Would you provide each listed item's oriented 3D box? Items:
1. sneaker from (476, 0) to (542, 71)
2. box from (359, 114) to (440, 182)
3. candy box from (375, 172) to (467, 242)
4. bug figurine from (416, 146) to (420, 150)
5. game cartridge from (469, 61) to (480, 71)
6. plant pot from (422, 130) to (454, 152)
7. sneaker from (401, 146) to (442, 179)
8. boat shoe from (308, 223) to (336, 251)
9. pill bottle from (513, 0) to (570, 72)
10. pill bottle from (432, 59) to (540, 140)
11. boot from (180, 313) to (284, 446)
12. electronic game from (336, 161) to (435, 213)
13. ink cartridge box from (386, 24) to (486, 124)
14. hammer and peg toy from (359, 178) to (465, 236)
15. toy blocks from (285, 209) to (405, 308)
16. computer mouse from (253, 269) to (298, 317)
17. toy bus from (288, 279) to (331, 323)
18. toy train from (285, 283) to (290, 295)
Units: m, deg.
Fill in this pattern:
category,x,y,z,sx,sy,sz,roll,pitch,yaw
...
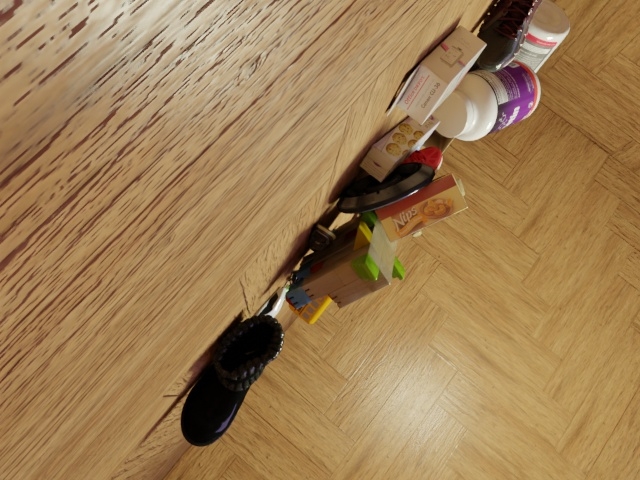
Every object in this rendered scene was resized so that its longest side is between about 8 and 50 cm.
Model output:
category,x,y,z,sx,sy,sz,roll,pitch,yaw
sneaker,0.422,-0.515,1.148,0.281,0.106,0.162,-62,167,9
box,0.193,-0.231,1.246,0.324,0.067,0.063,-42,170,-50
candy box,0.245,-0.086,1.283,0.182,0.088,0.316,-26,-178,14
bug figurine,0.202,-0.190,1.528,0.279,0.072,0.216,-49,174,-17
game cartridge,0.521,-0.608,1.467,0.198,0.062,0.297,-53,175,-16
plant pot,0.356,-0.344,1.627,0.109,0.109,0.096,-55,-177,39
sneaker,0.236,-0.207,1.362,0.221,0.087,0.128,-38,148,-23
boat shoe,0.000,0.000,1.253,0.049,0.056,0.152,-55,175,-10
pill bottle,0.641,-0.610,1.741,0.176,0.176,0.318,-47,173,-31
pill bottle,0.456,-0.388,1.488,0.323,0.181,0.181,-26,161,-33
boot,-0.217,0.330,1.250,0.348,0.131,0.260,-60,-177,-15
electronic game,0.144,-0.116,1.188,0.229,0.048,0.229,-21,-164,6
ink cartridge box,0.214,-0.297,0.989,0.198,0.067,0.115,-47,173,-30
hammer and peg toy,0.324,-0.104,1.867,0.361,0.127,0.266,-7,155,-21
toy blocks,0.057,0.056,1.371,0.261,0.191,0.381,-29,-163,25
computer mouse,-0.114,0.165,1.463,0.193,0.042,0.106,-48,174,-26
toy bus,0.014,0.113,1.681,0.108,0.130,0.333,-43,171,-51
toy train,-0.112,0.159,1.576,0.083,0.017,0.024,-47,162,-35
